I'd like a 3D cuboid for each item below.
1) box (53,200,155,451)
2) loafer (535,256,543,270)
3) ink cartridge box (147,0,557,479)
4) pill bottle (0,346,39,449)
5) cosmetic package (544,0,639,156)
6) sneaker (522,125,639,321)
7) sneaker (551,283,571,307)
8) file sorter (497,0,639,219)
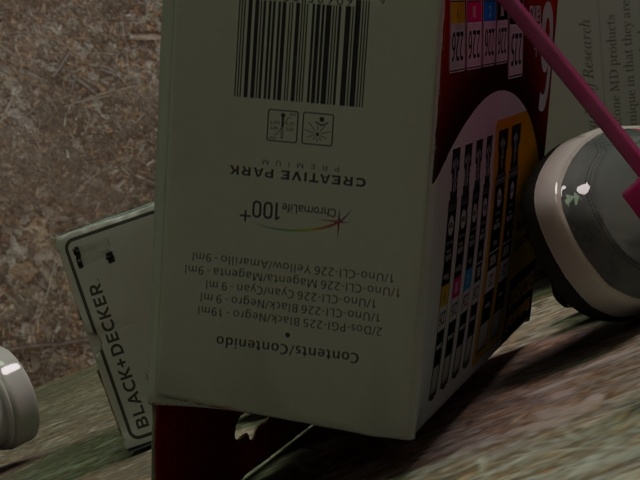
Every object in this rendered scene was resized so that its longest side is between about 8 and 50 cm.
[{"bbox_3d":[-0.122,0.058,1.429,0.087,0.169,0.290,-19,0,2],"label":"box"},{"bbox_3d":[0.190,0.009,1.497,0.045,0.039,0.125,12,5,0],"label":"loafer"},{"bbox_3d":[0.027,-0.004,0.924,0.130,0.272,0.309,6,10,16],"label":"ink cartridge box"},{"bbox_3d":[-0.356,0.168,1.555,0.216,0.121,0.121,-21,1,-35],"label":"pill bottle"},{"bbox_3d":[0.228,-0.139,1.409,0.453,0.161,0.230,-1,9,23],"label":"cosmetic package"},{"bbox_3d":[0.248,-0.046,0.997,0.178,0.124,0.295,-32,-7,37],"label":"sneaker"},{"bbox_3d":[0.176,0.006,1.120,0.073,0.063,0.162,-24,0,20],"label":"sneaker"},{"bbox_3d":[0.227,-0.174,0.779,0.291,0.182,0.202,-46,-19,30],"label":"file sorter"}]
